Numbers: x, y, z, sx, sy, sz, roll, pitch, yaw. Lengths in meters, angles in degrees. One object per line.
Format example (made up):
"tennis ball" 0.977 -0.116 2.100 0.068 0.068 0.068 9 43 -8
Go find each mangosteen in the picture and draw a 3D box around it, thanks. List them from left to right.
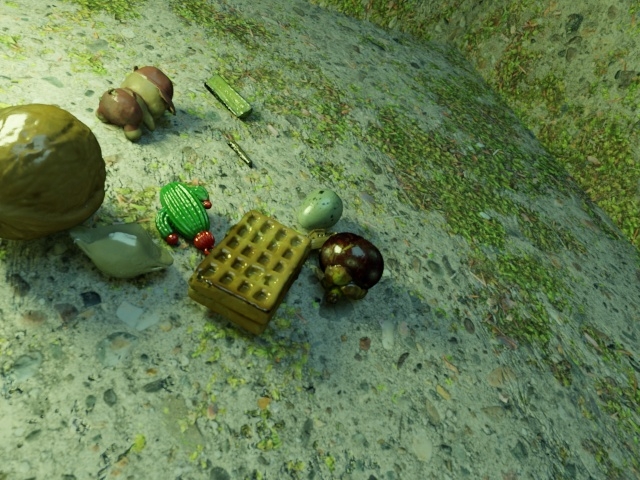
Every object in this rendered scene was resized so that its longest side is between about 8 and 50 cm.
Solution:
"mangosteen" 0.074 0.087 1.307 0.192 0.192 0.217 31 73 1

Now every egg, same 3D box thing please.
"egg" -0.003 -0.096 1.461 0.131 0.131 0.164 43 49 15

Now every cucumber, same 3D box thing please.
"cucumber" -0.353 -0.546 1.770 0.078 0.062 0.211 -42 80 -13

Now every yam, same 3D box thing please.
"yam" -0.274 -0.303 1.591 0.129 0.027 0.033 46 45 17

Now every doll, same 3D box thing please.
"doll" -0.576 -0.445 1.471 0.196 0.152 0.255 52 53 -23

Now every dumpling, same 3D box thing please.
"dumpling" -0.473 0.014 1.109 0.216 0.125 0.166 -7 24 -17

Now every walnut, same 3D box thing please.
"walnut" -0.638 -0.149 1.019 0.333 0.332 0.332 16 43 -15

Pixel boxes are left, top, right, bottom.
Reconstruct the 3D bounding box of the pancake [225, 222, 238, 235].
"pancake" -0.218 -0.008 1.334 0.116 0.022 0.129 25 37 -6

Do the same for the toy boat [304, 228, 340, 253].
"toy boat" 0.000 0.000 1.411 0.206 0.064 0.072 -6 69 -34

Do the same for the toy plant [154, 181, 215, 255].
"toy plant" -0.371 -0.058 1.253 0.155 0.088 0.240 -3 60 -16

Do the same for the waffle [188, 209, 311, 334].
"waffle" -0.169 0.066 1.186 0.224 0.098 0.327 28 39 1
